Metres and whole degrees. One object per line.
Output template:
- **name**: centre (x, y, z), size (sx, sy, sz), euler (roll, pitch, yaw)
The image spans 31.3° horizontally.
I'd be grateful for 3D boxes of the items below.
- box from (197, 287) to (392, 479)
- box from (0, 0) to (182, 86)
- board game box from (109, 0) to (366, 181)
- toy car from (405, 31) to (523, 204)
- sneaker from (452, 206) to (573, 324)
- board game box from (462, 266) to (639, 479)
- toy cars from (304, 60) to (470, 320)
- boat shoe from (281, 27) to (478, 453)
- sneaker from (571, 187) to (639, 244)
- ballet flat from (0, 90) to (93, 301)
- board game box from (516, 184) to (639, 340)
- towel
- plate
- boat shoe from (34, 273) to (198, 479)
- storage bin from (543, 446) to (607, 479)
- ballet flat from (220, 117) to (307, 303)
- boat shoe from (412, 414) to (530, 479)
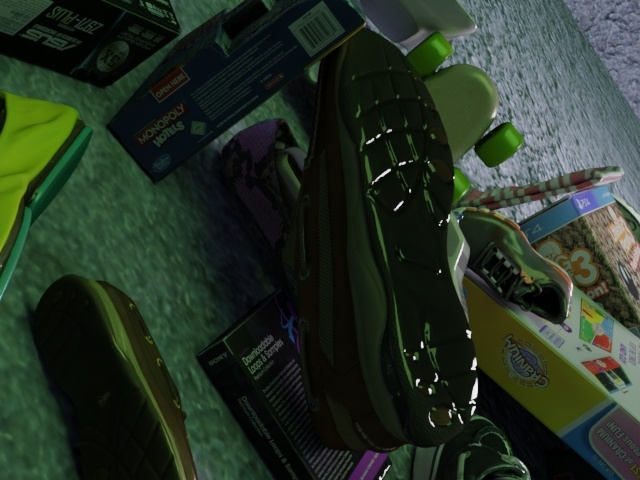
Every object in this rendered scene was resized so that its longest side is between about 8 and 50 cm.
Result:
- **box**: centre (-0.014, 0.123, 0.820), size (0.162, 0.029, 0.116), euler (59, 24, -3)
- **box**: centre (-0.198, -0.203, 0.780), size (0.180, 0.077, 0.147), euler (11, 52, -60)
- **board game box**: centre (-0.062, -0.150, 0.900), size (0.060, 0.194, 0.194), euler (51, 11, -17)
- **toy car**: centre (0.119, -0.134, 1.304), size (0.155, 0.149, 0.188), euler (51, -2, -8)
- **sneaker**: centre (0.179, 0.025, 1.080), size (0.158, 0.061, 0.065), euler (31, 28, -13)
- **board game box**: centre (0.258, 0.121, 1.172), size (0.316, 0.064, 0.242), euler (41, 21, 13)
- **toy cars**: centre (0.072, -0.067, 1.050), size (0.176, 0.087, 0.394), euler (58, 8, -36)
- **boat shoe**: centre (0.023, -0.003, 0.826), size (0.122, 0.120, 0.324), euler (25, 51, -42)
- **sneaker**: centre (0.467, 0.050, 1.756), size (0.283, 0.107, 0.124), euler (58, 30, -3)
- **ballet flat**: centre (-0.187, -0.018, 0.613), size (0.077, 0.077, 0.231), euler (29, 29, -13)
- **board game box**: centre (0.338, 0.094, 1.399), size (0.291, 0.141, 0.232), euler (62, 24, 6)
- **towel**: centre (0.247, -0.060, 1.337), size (0.144, 0.197, 0.029), euler (-16, 93, -66)
- **plate**: centre (0.050, -0.323, 1.319), size (0.277, 0.045, 0.278), euler (49, -2, -7)
- **boat shoe**: centre (-0.100, 0.100, 0.637), size (0.060, 0.064, 0.178), euler (8, 52, -58)
- **storage bin**: centre (0.296, 0.263, 1.185), size (0.098, 0.091, 0.135), euler (41, 29, -34)
- **ballet flat**: centre (0.000, 0.000, 0.926), size (0.221, 0.079, 0.077), euler (60, 35, 0)
- **boat shoe**: centre (0.127, 0.213, 0.897), size (0.108, 0.102, 0.301), euler (58, 24, -3)
